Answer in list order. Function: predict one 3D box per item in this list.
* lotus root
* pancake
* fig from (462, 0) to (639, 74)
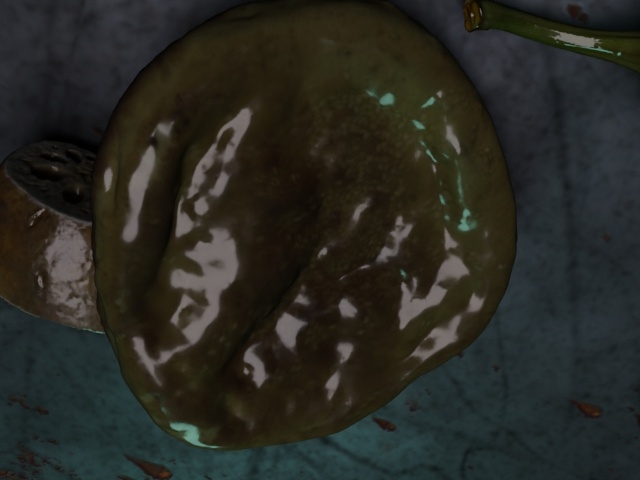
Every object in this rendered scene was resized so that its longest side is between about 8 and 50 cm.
[{"bbox_3d":[-0.149,-0.001,0.503,0.122,0.112,0.081,19,118,-8],"label":"lotus root"},{"bbox_3d":[0.000,0.000,0.486,0.294,0.049,0.294,-8,114,-19],"label":"pancake"},{"bbox_3d":[0.200,-0.097,0.440,0.245,0.149,0.149,17,122,20],"label":"fig"}]
